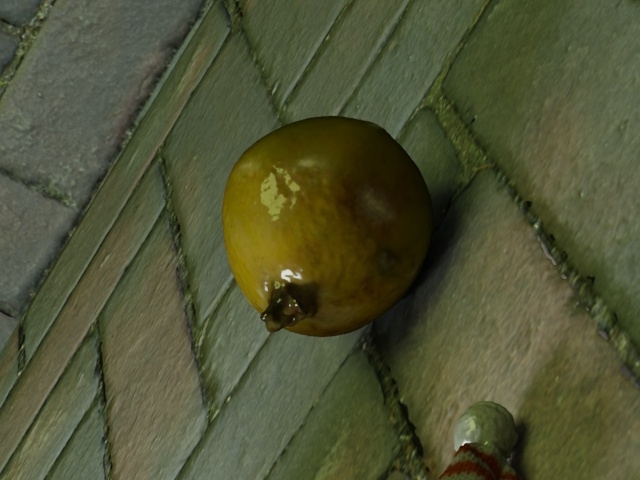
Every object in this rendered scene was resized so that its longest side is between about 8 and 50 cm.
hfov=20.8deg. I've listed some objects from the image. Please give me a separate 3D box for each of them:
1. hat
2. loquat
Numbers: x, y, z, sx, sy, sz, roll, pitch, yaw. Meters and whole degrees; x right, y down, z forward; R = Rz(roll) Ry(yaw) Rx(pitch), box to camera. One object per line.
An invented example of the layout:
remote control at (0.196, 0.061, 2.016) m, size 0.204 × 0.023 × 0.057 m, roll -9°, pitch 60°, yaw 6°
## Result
hat at (0.116, 0.191, 1.315) m, size 0.112 × 0.093 × 0.162 m, roll -30°, pitch 18°, yaw 40°
loquat at (0.000, 0.000, 1.646) m, size 0.213 × 0.213 × 0.246 m, roll -42°, pitch 16°, yaw 44°
